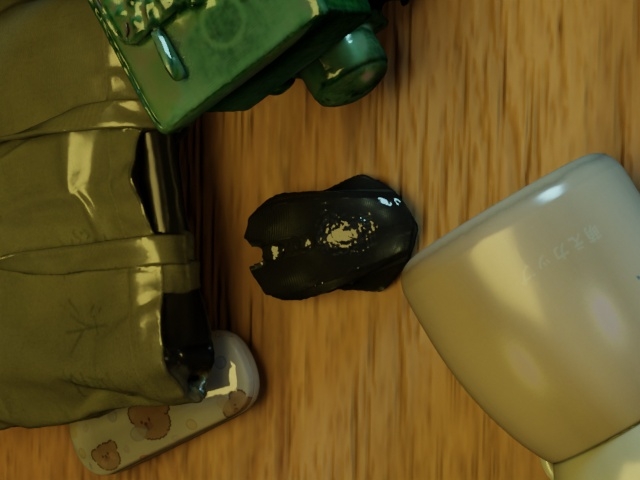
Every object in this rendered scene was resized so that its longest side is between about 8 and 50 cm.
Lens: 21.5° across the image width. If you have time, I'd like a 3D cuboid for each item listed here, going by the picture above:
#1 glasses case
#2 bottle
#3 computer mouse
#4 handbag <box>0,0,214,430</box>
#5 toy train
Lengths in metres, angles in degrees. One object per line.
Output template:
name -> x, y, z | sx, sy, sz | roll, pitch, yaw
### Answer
glasses case -> -0.112, 0.115, 1.188 | 0.164, 0.041, 0.063 | -27, 79, 29
bottle -> 0.163, 0.082, 0.971 | 0.147, 0.147, 0.236 | -33, 84, 28
computer mouse -> 0.000, 0.000, 1.113 | 0.135, 0.047, 0.079 | -10, 87, 33
handbag -> -0.187, -0.026, 1.186 | 0.253, 0.109, 0.316 | -10, 83, 36
toy train -> -0.059, -0.199, 1.046 | 0.145, 0.202, 0.266 | -34, 79, 26
